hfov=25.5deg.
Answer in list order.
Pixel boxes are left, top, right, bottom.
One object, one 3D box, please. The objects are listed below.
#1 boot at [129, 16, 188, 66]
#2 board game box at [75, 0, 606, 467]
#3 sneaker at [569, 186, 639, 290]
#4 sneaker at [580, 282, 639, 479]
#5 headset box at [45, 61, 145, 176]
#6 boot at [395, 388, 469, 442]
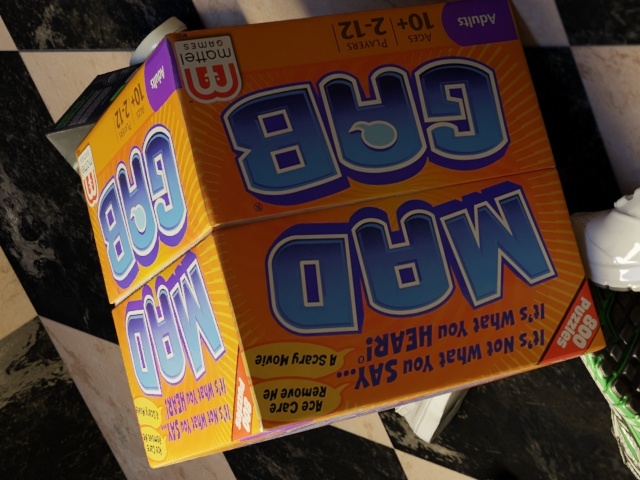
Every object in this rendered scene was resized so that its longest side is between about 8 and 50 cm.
[{"bbox_3d":[-0.175,-0.187,1.923,0.176,0.088,0.244,48,160,9],"label":"boot"},{"bbox_3d":[0.000,0.000,1.418,0.356,0.357,0.356,-32,71,64],"label":"board game box"},{"bbox_3d":[0.332,-0.021,1.272,0.297,0.111,0.129,0,106,55],"label":"sneaker"},{"bbox_3d":[0.330,0.167,1.431,0.343,0.134,0.146,59,155,-10],"label":"sneaker"},{"bbox_3d":[-0.182,-0.104,1.846,0.283,0.131,0.246,-8,129,45],"label":"headset box"},{"bbox_3d":[0.128,0.166,1.808,0.123,0.095,0.258,40,152,13],"label":"boot"}]
